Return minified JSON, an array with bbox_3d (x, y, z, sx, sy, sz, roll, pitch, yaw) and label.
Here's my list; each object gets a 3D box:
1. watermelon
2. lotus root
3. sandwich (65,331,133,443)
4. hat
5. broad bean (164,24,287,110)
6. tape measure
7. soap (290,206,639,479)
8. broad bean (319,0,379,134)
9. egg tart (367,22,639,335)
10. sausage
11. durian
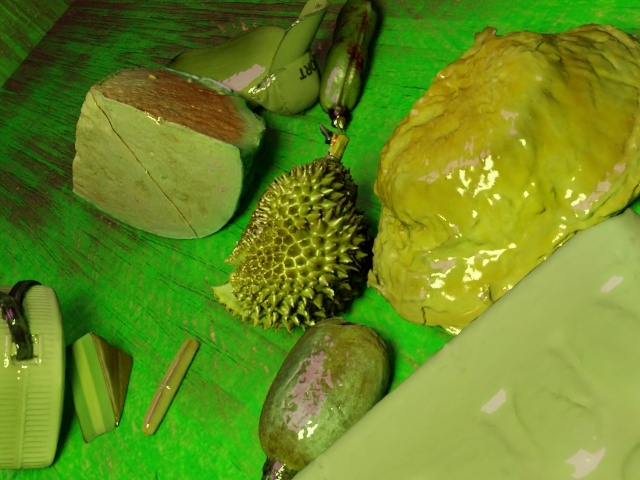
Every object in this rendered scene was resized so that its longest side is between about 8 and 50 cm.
[{"bbox_3d":[-0.198,-0.157,1.501,0.222,0.292,0.319,-60,-9,-32],"label":"watermelon"},{"bbox_3d":[-0.003,0.163,1.012,0.113,0.088,0.192,9,61,47],"label":"lotus root"},{"bbox_3d":[-0.304,0.193,1.364,0.074,0.074,0.116,-32,34,26],"label":"sandwich"},{"bbox_3d":[-0.021,-0.251,1.451,0.175,0.085,0.147,-54,6,40],"label":"hat"},{"bbox_3d":[-0.148,-0.258,1.647,0.263,0.121,0.189,-21,39,34],"label":"broad bean"},{"bbox_3d":[-0.423,0.155,1.415,0.271,0.132,0.232,-125,41,-62],"label":"tape measure"},{"bbox_3d":[0.145,0.228,0.632,0.435,0.213,0.350,-42,32,11],"label":"soap"},{"bbox_3d":[0.044,-0.278,1.477,0.077,0.061,0.339,107,178,-51],"label":"broad bean"},{"bbox_3d":[0.168,-0.094,1.036,0.351,0.153,0.339,-38,29,15],"label":"egg tart"},{"bbox_3d":[-0.187,0.180,1.282,0.024,0.024,0.132,-8,47,47],"label":"sausage"},{"bbox_3d":[0.000,0.000,1.135,0.137,0.193,0.237,26,85,16],"label":"durian"}]
